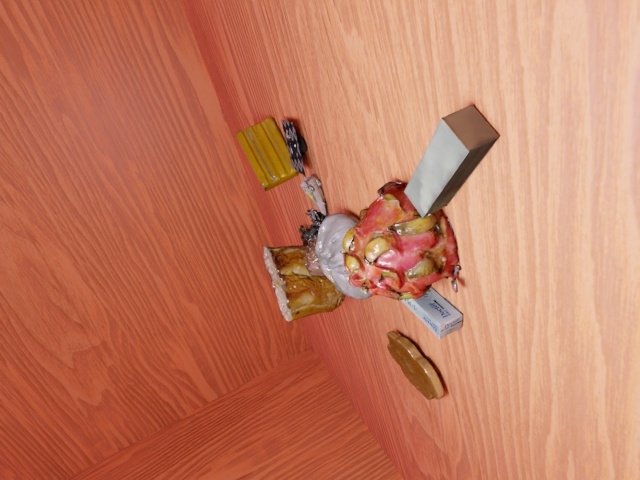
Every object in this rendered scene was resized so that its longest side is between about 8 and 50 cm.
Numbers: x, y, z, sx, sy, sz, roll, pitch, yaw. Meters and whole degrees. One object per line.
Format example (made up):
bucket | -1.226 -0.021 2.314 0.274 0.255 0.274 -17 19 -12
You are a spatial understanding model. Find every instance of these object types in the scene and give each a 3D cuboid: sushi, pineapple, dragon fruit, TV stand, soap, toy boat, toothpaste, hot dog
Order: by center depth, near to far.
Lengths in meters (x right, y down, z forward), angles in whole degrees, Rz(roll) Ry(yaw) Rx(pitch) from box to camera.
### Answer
TV stand | 0.267 -0.156 0.879 0.088 0.083 0.269 58 163 17
dragon fruit | 0.183 0.024 1.098 0.314 0.263 0.296 46 155 52
toothpaste | 0.301 0.172 1.271 0.313 0.089 0.071 48 152 49
sushi | -0.099 -0.414 1.795 0.219 0.047 0.231 -133 27 -62
toy boat | -0.015 -0.193 1.813 0.066 0.084 0.210 6 131 47
pineapple | 0.000 0.000 1.842 0.141 0.170 0.310 137 133 -57
hot dog | -0.050 0.174 1.929 0.367 0.365 0.196 69 153 23
soap | -0.257 -0.423 2.022 0.324 0.204 0.096 63 176 11

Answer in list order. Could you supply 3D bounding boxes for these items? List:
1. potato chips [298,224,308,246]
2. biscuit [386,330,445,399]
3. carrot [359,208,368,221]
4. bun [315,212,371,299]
potato chips | -0.040 0.121 2.347 0.373 0.097 0.389 52 162 36
biscuit | 0.368 0.493 1.621 0.269 0.051 0.376 66 166 -14
carrot | 0.182 -0.024 1.428 0.060 0.060 0.186 157 93 -75
bun | 0.095 0.066 1.600 0.354 0.194 0.354 55 161 29
